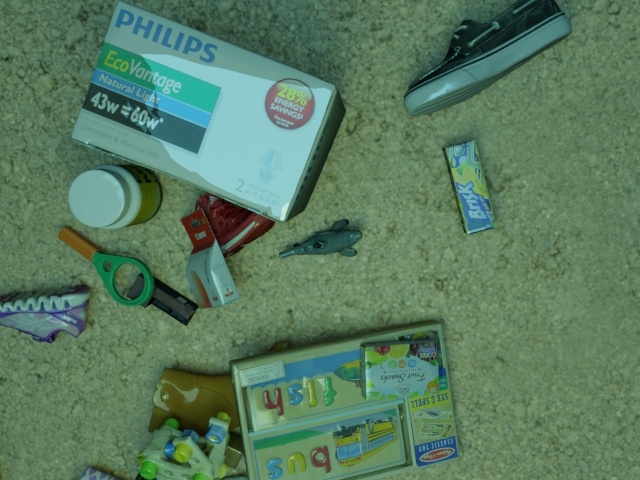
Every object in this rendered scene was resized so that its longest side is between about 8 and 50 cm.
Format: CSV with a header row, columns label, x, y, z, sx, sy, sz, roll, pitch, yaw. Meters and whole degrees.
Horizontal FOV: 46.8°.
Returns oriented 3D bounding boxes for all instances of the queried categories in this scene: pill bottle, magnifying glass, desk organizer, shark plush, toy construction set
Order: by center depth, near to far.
label,x,y,z,sx,sy,sz,roll,pitch,yaw
pill bottle,-0.372,-0.080,1.353,0.119,0.208,0.119,0,96,4
toy construction set,-0.230,0.467,1.382,0.215,0.151,0.328,-6,110,19
shark plush,0.000,0.000,1.405,0.161,0.067,0.073,-2,96,4
magnifying glass,-0.417,0.044,1.433,0.231,0.026,0.092,33,102,14
desk organizer,-0.308,0.119,1.449,0.130,0.047,0.050,33,99,1

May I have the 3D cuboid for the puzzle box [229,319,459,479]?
label,x,y,z,sx,sy,sz,roll,pitch,yaw
puzzle box,0.050,0.319,1.379,0.408,0.052,0.272,-10,96,-13

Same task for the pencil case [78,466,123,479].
label,x,y,z,sx,sy,sz,roll,pitch,yaw
pencil case,-0.398,0.531,1.480,0.206,0.088,0.086,29,55,1

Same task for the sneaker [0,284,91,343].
label,x,y,z,sx,sy,sz,roll,pitch,yaw
sneaker,-0.563,0.154,1.452,0.236,0.095,0.105,-5,103,4

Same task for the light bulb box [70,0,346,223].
label,x,y,z,sx,sy,sz,roll,pitch,yaw
light bulb box,-0.162,-0.201,1.250,0.357,0.361,0.225,22,96,2

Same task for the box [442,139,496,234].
label,x,y,z,sx,sy,sz,roll,pitch,yaw
box,0.278,-0.099,1.383,0.059,0.054,0.169,-15,95,6

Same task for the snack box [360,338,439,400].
label,x,y,z,sx,sy,sz,roll,pitch,yaw
snack box,0.145,0.236,1.352,0.141,0.037,0.100,-3,94,-14

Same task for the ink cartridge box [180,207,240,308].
label,x,y,z,sx,sy,sz,roll,pitch,yaw
ink cartridge box,-0.223,0.039,1.387,0.045,0.145,0.179,-27,95,-27

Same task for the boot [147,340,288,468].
label,x,y,z,sx,sy,sz,roll,pitch,yaw
boot,-0.204,0.286,1.429,0.211,0.104,0.295,26,101,0

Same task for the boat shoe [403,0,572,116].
label,x,y,z,sx,sy,sz,roll,pitch,yaw
boat shoe,0.284,-0.342,1.341,0.335,0.121,0.119,-29,85,-5

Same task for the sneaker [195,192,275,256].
label,x,y,z,sx,sy,sz,roll,pitch,yaw
sneaker,-0.173,-0.044,1.356,0.221,0.087,0.128,-32,87,50

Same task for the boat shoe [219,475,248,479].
label,x,y,z,sx,sy,sz,roll,pitch,yaw
boat shoe,-0.169,0.562,1.476,0.063,0.066,0.184,-7,97,19
